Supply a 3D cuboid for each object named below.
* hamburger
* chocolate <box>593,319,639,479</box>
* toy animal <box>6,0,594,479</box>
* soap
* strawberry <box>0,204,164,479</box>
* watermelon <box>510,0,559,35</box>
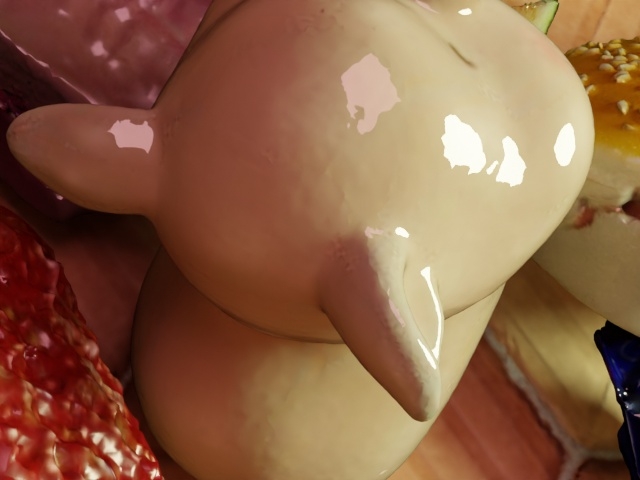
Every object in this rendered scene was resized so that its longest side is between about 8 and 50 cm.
[{"bbox_3d":[0.237,-0.044,1.156,0.227,0.151,0.295,33,31,28],"label":"hamburger"},{"bbox_3d":[0.234,0.192,1.098,0.148,0.126,0.343,13,44,-60],"label":"chocolate"},{"bbox_3d":[0.000,0.000,0.992,0.237,0.326,0.269,33,25,16],"label":"toy animal"},{"bbox_3d":[-0.099,-0.156,1.170,0.220,0.127,0.325,33,57,4],"label":"soap"},{"bbox_3d":[-0.192,0.126,0.923,0.261,0.261,0.257,7,27,-15],"label":"strawberry"},{"bbox_3d":[0.062,-0.115,1.237,0.163,0.087,0.069,-9,34,-35],"label":"watermelon"}]
